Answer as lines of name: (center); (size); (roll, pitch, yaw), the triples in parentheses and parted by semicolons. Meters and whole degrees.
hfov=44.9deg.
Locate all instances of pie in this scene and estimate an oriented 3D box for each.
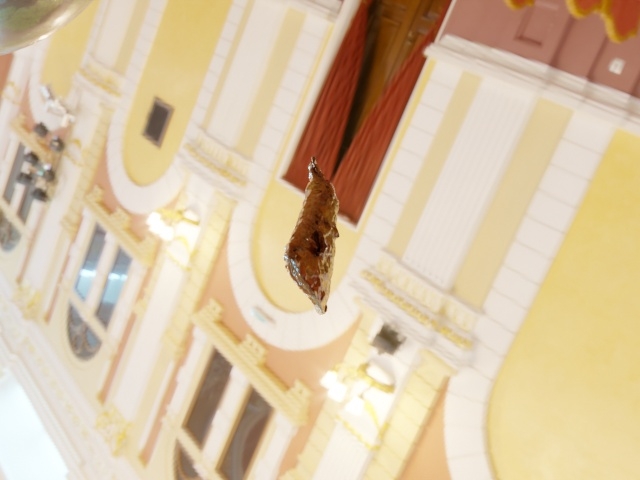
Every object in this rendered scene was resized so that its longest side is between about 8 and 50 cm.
pie: (0.000, 0.003, 0.633); (0.033, 0.088, 0.191); (-5, -152, 8)

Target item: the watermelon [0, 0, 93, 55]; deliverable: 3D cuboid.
watermelon: (-0.262, -0.264, 0.515); (0.285, 0.285, 0.285); (22, -167, -5)
